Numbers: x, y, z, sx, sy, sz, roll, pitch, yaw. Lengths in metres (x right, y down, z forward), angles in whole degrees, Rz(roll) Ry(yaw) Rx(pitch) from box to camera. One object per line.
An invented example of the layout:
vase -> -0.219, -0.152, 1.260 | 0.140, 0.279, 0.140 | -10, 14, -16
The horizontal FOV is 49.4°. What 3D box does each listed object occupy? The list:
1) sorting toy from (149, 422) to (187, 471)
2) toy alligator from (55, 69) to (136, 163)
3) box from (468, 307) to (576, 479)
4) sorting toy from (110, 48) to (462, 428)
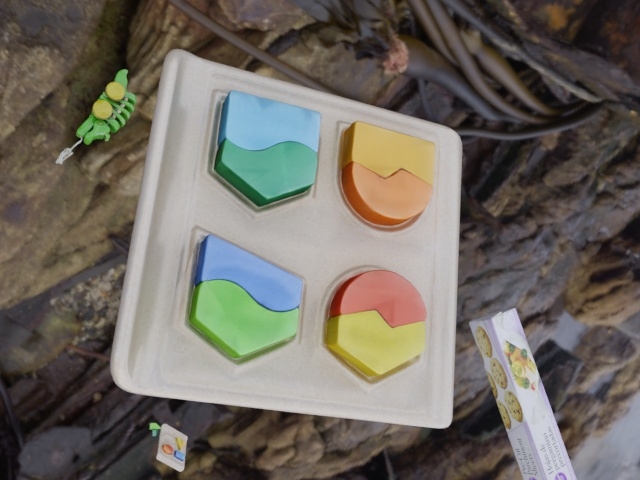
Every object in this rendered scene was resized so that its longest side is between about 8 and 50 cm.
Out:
sorting toy -> -0.244, 0.324, 1.110 | 0.012, 0.062, 0.083 | -29, 127, 24
toy alligator -> -0.331, -0.179, 1.064 | 0.051, 0.056, 0.189 | 32, 66, -15
box -> 0.352, 0.280, 1.213 | 0.063, 0.067, 0.324 | -17, 87, -28
sorting toy -> 0.000, 0.000, 0.398 | 0.208, 0.038, 0.193 | 13, 72, -23
